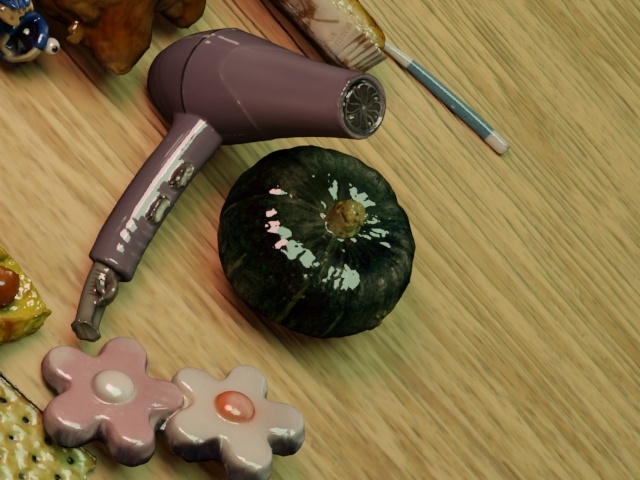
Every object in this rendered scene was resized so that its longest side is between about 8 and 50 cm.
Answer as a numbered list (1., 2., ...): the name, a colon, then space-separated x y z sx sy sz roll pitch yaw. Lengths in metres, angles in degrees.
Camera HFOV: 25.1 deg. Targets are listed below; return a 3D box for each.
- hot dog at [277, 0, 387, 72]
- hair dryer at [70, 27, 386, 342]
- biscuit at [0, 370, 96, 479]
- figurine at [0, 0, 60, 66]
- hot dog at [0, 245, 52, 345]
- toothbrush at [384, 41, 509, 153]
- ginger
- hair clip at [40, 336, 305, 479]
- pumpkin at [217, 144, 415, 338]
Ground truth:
1. hot dog: -0.024 -0.297 1.625 0.268 0.075 0.144 44 10 -15
2. hair dryer: -0.121 -0.048 1.396 0.121 0.301 0.361 45 71 -39
3. biscuit: -0.298 0.226 1.270 0.144 0.016 0.203 42 52 -11
4. figurine: -0.381 -0.230 1.391 0.262 0.120 0.164 32 89 -35
5. hot dog: -0.362 0.027 1.287 0.261 0.093 0.123 10 62 -26
6. toothbrush: 0.123 -0.199 1.725 0.275 0.019 0.025 40 46 -7
7. ginger: -0.233 -0.344 1.498 0.274 0.152 0.358 40 34 -51
8. hair clip: -0.140 0.163 1.363 0.257 0.075 0.146 19 45 -19
9. pumpkin: -0.002 -0.001 1.471 0.211 0.152 0.212 11 51 -13
